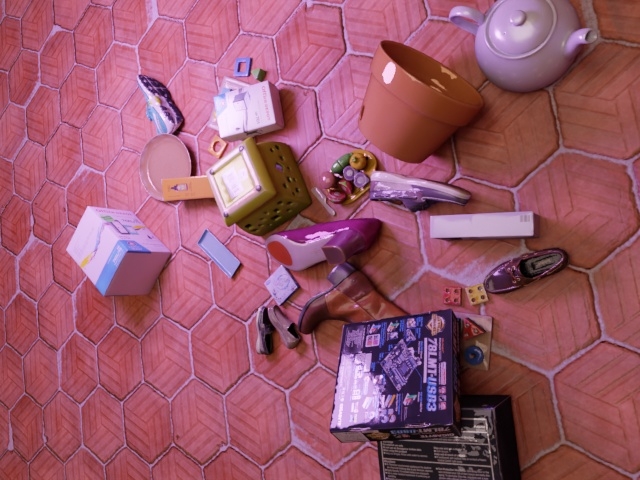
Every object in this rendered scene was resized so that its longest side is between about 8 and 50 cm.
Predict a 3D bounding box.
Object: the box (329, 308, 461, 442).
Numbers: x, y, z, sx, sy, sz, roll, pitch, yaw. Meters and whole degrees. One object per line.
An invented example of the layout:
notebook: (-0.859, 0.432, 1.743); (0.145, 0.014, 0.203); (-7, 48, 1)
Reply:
box: (0.179, 0.316, 1.240); (0.293, 0.073, 0.296); (-13, 44, 25)

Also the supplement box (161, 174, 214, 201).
supplement box: (-0.416, -0.174, 1.755); (0.233, 0.080, 0.078); (-1, 94, 22)

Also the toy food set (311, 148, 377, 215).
toy food set: (0.060, -0.172, 1.494); (0.218, 0.071, 0.128); (-40, 68, 22)

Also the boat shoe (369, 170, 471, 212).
boat shoe: (0.250, -0.118, 1.366); (0.285, 0.102, 0.092); (17, 100, 34)

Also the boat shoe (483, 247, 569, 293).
boat shoe: (0.475, 0.070, 1.233); (0.207, 0.073, 0.073); (-30, 73, 27)

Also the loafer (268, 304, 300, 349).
loafer: (-0.105, 0.252, 1.576); (0.050, 0.056, 0.148); (-36, 80, 23)

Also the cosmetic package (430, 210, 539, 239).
cosmetic package: (0.396, -0.032, 1.272); (0.239, 0.099, 0.061); (-1, 88, 31)

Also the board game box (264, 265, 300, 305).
board game box: (-0.118, 0.137, 1.608); (0.090, 0.020, 0.090); (-46, 67, 20)

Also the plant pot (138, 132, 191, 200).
plant pot: (-0.545, -0.259, 1.866); (0.236, 0.032, 0.236); (2, 96, 25)

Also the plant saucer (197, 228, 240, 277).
plant saucer: (-0.336, 0.041, 1.746); (0.192, 0.018, 0.067); (41, 107, 27)

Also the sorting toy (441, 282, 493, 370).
sorting toy: (0.353, 0.239, 1.307); (0.132, 0.046, 0.275); (4, 88, 31)

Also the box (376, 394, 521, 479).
box: (0.303, 0.523, 1.237); (0.296, 0.182, 0.294); (-9, 82, 31)

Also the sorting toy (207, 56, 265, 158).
sorting toy: (-0.290, -0.437, 1.735); (0.196, 0.047, 0.348); (26, 100, 29)

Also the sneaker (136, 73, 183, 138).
sneaker: (-0.601, -0.488, 1.895); (0.110, 0.107, 0.275); (-43, 67, 31)

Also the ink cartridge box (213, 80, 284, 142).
ink cartridge box: (-0.223, -0.401, 1.643); (0.190, 0.082, 0.140); (-12, 87, 17)

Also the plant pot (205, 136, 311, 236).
plant pot: (-0.198, -0.162, 1.570); (0.227, 0.207, 0.228); (-31, 73, 25)

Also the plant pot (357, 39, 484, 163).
plant pot: (0.225, -0.329, 1.305); (0.291, 0.290, 0.203); (47, 125, 24)

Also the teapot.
teapot: (0.462, -0.478, 1.212); (0.256, 0.187, 0.253); (-25, 74, 28)

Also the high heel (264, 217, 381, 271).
high heel: (0.000, 0.000, 1.534); (0.377, 0.181, 0.127); (6, 123, 46)

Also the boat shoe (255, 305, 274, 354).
boat shoe: (-0.166, 0.276, 1.612); (0.049, 0.056, 0.152); (3, 98, 26)

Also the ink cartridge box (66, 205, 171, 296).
ink cartridge box: (-0.718, 0.038, 1.868); (0.270, 0.198, 0.197); (40, 107, 26)

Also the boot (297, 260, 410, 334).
boot: (0.097, 0.236, 1.457); (0.280, 0.096, 0.264); (42, 101, 17)
